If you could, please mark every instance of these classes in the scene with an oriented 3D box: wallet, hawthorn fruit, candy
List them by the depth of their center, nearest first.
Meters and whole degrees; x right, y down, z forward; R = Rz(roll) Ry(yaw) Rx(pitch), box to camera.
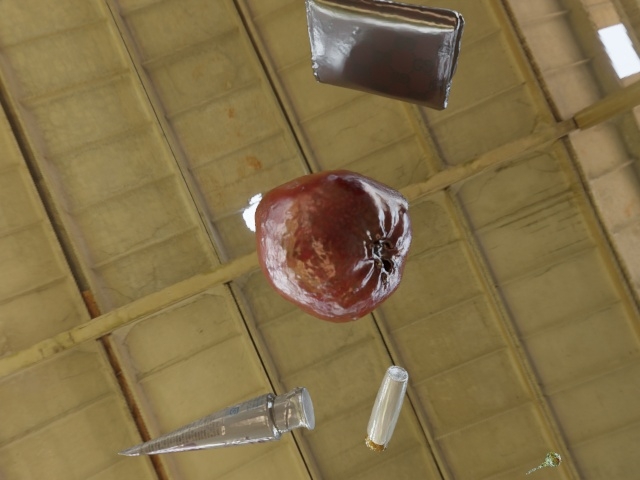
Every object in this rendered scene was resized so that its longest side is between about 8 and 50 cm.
[{"bbox_3d":[0.090,-0.283,0.705,0.229,0.182,0.049,17,-111,15],"label":"wallet"},{"bbox_3d":[0.000,0.000,0.838,0.265,0.307,0.265,-19,-64,-43],"label":"hawthorn fruit"},{"bbox_3d":[0.412,0.418,0.875,0.025,0.083,0.023,29,-141,-11],"label":"candy"}]

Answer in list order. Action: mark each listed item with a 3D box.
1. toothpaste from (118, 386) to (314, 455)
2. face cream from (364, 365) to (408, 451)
[{"bbox_3d":[-0.160,0.302,0.752,0.299,0.114,0.073,-16,-103,8],"label":"toothpaste"},{"bbox_3d":[0.127,0.327,0.907,0.051,0.072,0.182,15,-65,8],"label":"face cream"}]
